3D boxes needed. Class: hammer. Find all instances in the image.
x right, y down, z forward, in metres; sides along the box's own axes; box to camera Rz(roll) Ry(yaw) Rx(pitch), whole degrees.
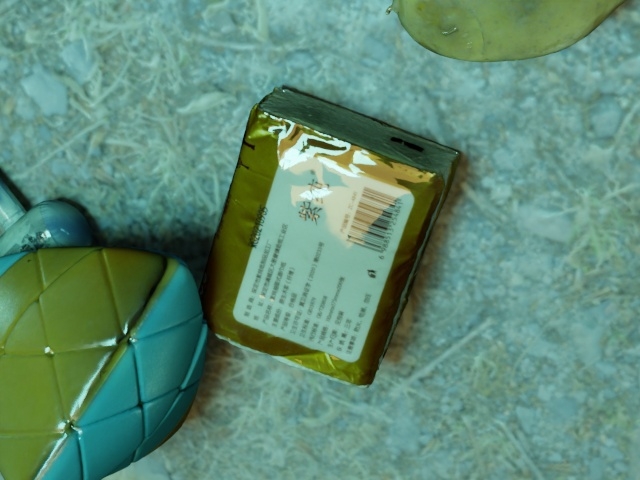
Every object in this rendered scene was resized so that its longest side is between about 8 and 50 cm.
[{"bbox_3d":[-0.308,-0.037,1.542,0.116,0.069,0.194,-39,89,26],"label":"hammer"}]

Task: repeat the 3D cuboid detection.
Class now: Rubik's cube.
[{"bbox_3d":[-0.195,0.149,1.450,0.254,0.254,0.254,6,113,14],"label":"Rubik's cube"}]

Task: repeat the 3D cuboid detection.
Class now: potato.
[{"bbox_3d":[0.167,-0.232,1.293,0.235,0.128,0.161,-40,112,22],"label":"potato"}]

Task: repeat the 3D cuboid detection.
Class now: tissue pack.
[{"bbox_3d":[0.000,0.000,1.447,0.183,0.092,0.226,21,117,7],"label":"tissue pack"}]
